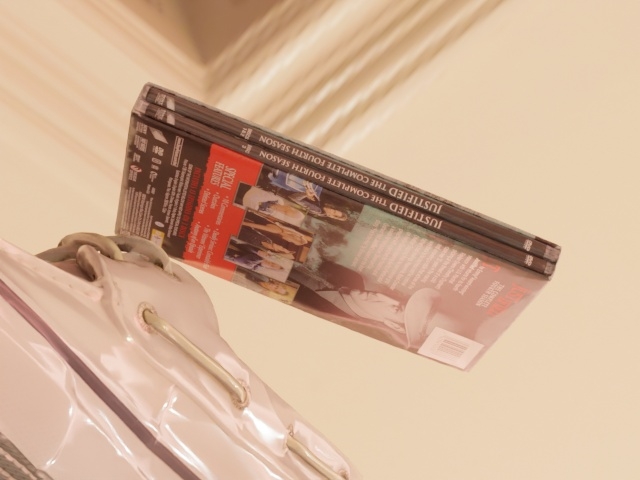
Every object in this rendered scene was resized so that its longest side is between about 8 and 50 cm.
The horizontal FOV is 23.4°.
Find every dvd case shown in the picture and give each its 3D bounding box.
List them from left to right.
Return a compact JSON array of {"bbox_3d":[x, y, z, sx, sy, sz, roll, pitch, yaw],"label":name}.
[{"bbox_3d":[0.000,0.000,0.443,0.087,0.119,0.013,114,-1,-66],"label":"dvd case"}]

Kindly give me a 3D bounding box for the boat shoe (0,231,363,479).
[{"bbox_3d":[-0.061,0.035,0.386,0.083,0.226,0.076,5,-123,33],"label":"boat shoe"}]
